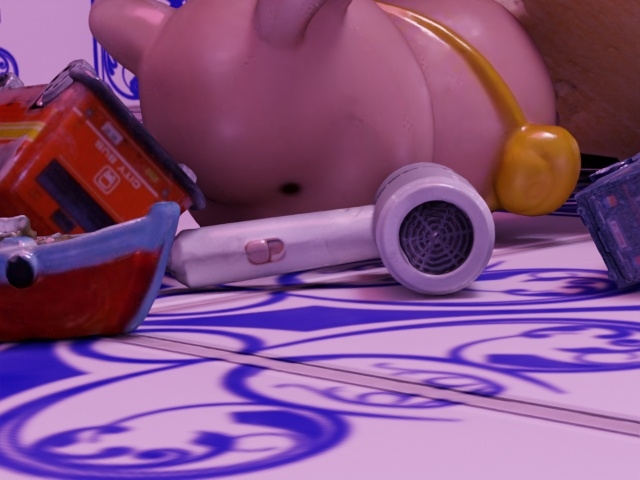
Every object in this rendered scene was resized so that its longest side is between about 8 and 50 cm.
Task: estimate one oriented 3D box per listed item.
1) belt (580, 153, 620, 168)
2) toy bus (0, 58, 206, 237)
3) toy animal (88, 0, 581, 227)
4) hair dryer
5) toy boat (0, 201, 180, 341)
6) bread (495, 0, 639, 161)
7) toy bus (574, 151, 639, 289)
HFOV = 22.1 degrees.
[{"bbox_3d":[0.195,-0.116,1.095,0.217,0.122,0.339,10,-7,-27],"label":"belt"},{"bbox_3d":[-0.123,-0.026,0.722,0.077,0.079,0.174,-50,22,-17],"label":"toy bus"},{"bbox_3d":[0.025,-0.062,0.798,0.165,0.149,0.248,-16,-15,39],"label":"toy animal"},{"bbox_3d":[0.000,0.000,0.668,0.137,0.047,0.082,-8,7,2],"label":"hair dryer"},{"bbox_3d":[-0.127,0.003,0.599,0.173,0.059,0.069,1,7,25],"label":"toy boat"},{"bbox_3d":[0.181,-0.093,0.880,0.182,0.039,0.251,5,-25,34],"label":"bread"},{"bbox_3d":[0.161,-0.027,0.681,0.065,0.047,0.166,-24,3,36],"label":"toy bus"}]
